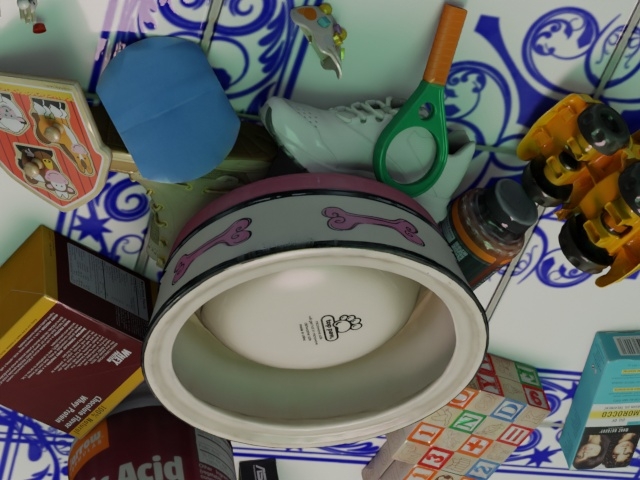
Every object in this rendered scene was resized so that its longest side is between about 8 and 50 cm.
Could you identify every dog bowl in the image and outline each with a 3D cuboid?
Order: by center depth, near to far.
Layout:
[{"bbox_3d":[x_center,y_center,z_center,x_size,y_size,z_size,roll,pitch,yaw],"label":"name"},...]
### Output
[{"bbox_3d":[-0.011,0.081,1.835,0.407,0.150,0.408,-4,140,-3],"label":"dog bowl"}]

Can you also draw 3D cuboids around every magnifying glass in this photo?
[{"bbox_3d":[0.124,-0.161,1.791,0.092,0.026,0.231,10,105,-29],"label":"magnifying glass"}]

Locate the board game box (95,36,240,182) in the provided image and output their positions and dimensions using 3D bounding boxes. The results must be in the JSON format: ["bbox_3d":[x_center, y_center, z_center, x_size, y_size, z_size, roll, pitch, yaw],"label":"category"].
[{"bbox_3d":[-0.174,-0.147,1.746,0.133,0.169,0.033,-29,-178,-19],"label":"board game box"}]

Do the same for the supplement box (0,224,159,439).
[{"bbox_3d":[-0.328,0.120,1.947,0.194,0.129,0.191,30,120,-33],"label":"supplement box"}]

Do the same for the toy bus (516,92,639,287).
[{"bbox_3d":[0.384,-0.075,1.909,0.211,0.220,0.149,-15,157,-42],"label":"toy bus"}]

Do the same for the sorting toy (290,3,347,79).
[{"bbox_3d":[0.007,-0.220,1.741,0.044,0.075,0.083,-25,133,11],"label":"sorting toy"}]

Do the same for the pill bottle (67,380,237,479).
[{"bbox_3d":[-0.215,0.348,2.004,0.224,0.392,0.224,-7,133,-7],"label":"pill bottle"}]

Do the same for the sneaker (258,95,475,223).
[{"bbox_3d":[0.057,-0.123,1.842,0.297,0.111,0.129,18,114,-35],"label":"sneaker"}]

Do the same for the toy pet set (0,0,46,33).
[{"bbox_3d":[-0.370,-0.258,1.650,0.122,0.065,0.114,-12,169,2],"label":"toy pet set"}]

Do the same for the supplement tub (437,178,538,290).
[{"bbox_3d":[0.187,0.004,1.952,0.106,0.106,0.198,22,135,-29],"label":"supplement tub"}]

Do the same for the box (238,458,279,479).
[{"bbox_3d":[-0.085,0.495,2.294,0.060,0.216,0.270,-3,132,-8],"label":"box"}]

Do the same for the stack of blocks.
[{"bbox_3d":[0.176,0.291,2.250,0.171,0.087,0.297,17,127,-26],"label":"stack of blocks"}]

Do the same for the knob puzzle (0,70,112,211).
[{"bbox_3d":[-0.320,-0.103,1.738,0.213,0.030,0.213,19,139,17],"label":"knob puzzle"}]

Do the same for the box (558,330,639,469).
[{"bbox_3d":[0.433,0.239,2.277,0.100,0.060,0.244,-1,133,-11],"label":"box"}]

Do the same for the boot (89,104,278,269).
[{"bbox_3d":[-0.199,-0.057,1.841,0.261,0.095,0.203,3,133,-19],"label":"boot"}]
